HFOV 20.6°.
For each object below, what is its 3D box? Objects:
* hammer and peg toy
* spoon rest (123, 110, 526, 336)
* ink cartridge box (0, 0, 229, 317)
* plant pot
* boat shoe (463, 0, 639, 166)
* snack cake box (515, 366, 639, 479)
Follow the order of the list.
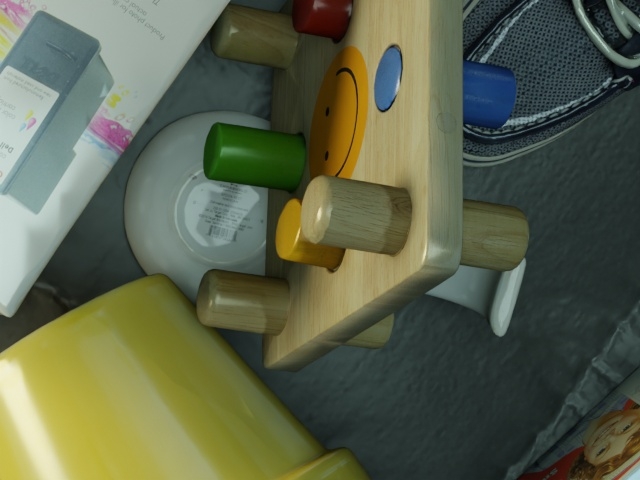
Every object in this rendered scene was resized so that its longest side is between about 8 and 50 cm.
[{"bbox_3d":[0.023,-0.122,1.054,0.127,0.266,0.361,9,71,-20],"label":"hammer and peg toy"},{"bbox_3d":[0.000,0.000,1.201,0.276,0.084,0.137,17,93,5],"label":"spoon rest"},{"bbox_3d":[-0.185,-0.069,1.065,0.119,0.207,0.353,36,80,-11],"label":"ink cartridge box"},{"bbox_3d":[-0.109,0.163,1.124,0.254,0.254,0.239,-31,85,-3],"label":"plant pot"},{"bbox_3d":[0.211,-0.170,1.157,0.340,0.158,0.127,-41,99,-1],"label":"boat shoe"},{"bbox_3d":[0.230,0.163,1.201,0.264,0.152,0.089,-42,100,-1],"label":"snack cake box"}]
